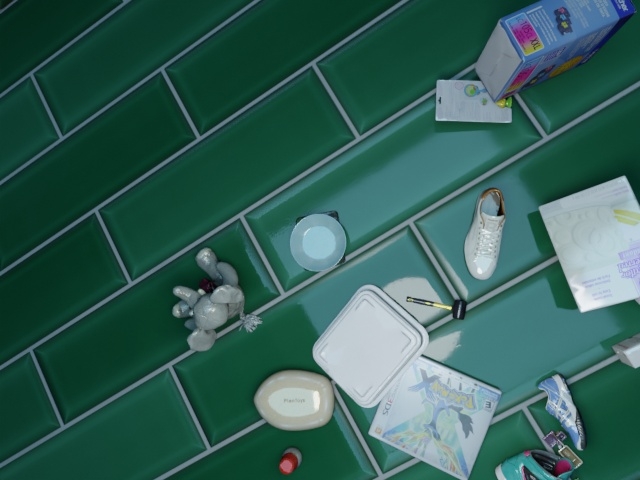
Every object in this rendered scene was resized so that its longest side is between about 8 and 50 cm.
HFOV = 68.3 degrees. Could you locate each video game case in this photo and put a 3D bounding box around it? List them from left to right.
[{"bbox_3d":[0.355,0.542,1.486,0.328,0.036,0.300,22,90,13],"label":"video game case"}]

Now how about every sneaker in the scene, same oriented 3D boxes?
[{"bbox_3d":[0.508,-0.023,1.458,0.105,0.123,0.291,5,88,11],"label":"sneaker"},{"bbox_3d":[0.676,0.715,1.348,0.295,0.123,0.179,40,114,14],"label":"sneaker"},{"bbox_3d":[0.714,0.504,1.385,0.081,0.080,0.211,-24,58,22],"label":"sneaker"}]

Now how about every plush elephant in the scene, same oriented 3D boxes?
[{"bbox_3d":[-0.370,0.208,1.560,0.329,0.255,0.272,32,92,13],"label":"plush elephant"}]

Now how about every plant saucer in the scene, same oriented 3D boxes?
[{"bbox_3d":[-0.006,0.008,1.603,0.194,0.037,0.195,-1,85,12],"label":"plant saucer"}]

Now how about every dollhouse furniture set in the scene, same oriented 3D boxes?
[{"bbox_3d":[0.732,0.605,1.374,0.091,0.081,0.114,-44,78,6],"label":"dollhouse furniture set"}]

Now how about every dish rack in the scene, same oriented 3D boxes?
[{"bbox_3d":[0.145,0.341,1.510,0.285,0.072,0.333,41,100,18],"label":"dish rack"}]

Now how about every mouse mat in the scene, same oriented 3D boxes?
[{"bbox_3d":[0.000,0.000,1.625,0.152,0.007,0.190,-11,84,11],"label":"mouse mat"}]

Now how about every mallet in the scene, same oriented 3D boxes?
[{"bbox_3d":[0.373,0.198,1.514,0.189,0.039,0.063,18,90,17],"label":"mallet"}]

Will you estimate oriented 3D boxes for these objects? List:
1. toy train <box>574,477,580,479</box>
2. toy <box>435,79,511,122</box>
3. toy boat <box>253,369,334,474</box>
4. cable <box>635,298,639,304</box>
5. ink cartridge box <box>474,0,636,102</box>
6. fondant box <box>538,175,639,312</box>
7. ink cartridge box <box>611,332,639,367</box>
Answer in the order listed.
[{"bbox_3d":[0.752,0.743,1.388,0.017,0.023,0.084,10,88,13],"label":"toy train"},{"bbox_3d":[0.493,-0.443,1.530,0.237,0.056,0.137,3,82,8],"label":"toy"},{"bbox_3d":[-0.090,0.585,1.539,0.267,0.148,0.319,3,78,8],"label":"toy boat"},{"bbox_3d":[1.024,0.099,1.351,0.256,0.089,0.257,-14,82,12],"label":"cable"},{"bbox_3d":[0.689,-0.590,1.372,0.395,0.270,0.151,-26,82,0],"label":"ink cartridge box"},{"bbox_3d":[0.809,0.015,1.351,0.238,0.096,0.331,-23,74,27],"label":"fondant box"},{"bbox_3d":[0.927,0.304,1.348,0.135,0.099,0.056,-29,81,9],"label":"ink cartridge box"}]
